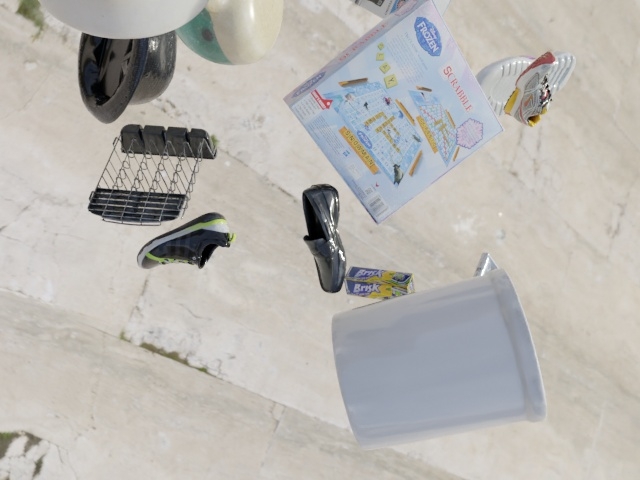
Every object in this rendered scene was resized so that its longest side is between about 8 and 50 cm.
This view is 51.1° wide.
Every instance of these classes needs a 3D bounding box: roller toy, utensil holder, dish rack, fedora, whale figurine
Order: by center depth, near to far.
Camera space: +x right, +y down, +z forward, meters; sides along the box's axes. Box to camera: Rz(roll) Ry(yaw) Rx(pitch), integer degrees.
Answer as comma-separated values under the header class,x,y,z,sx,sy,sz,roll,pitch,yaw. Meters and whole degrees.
class,x,y,z,sx,sy,sz,roll,pitch,yaw
roller toy,-0.204,-0.313,0.670,0.191,0.146,0.209,33,57,15
whale figurine,-0.142,-0.359,0.857,0.216,0.141,0.272,-72,156,-45
dish rack,-0.337,-0.128,1.344,0.074,0.208,0.272,86,10,-51
utensil holder,0.245,0.258,1.437,0.385,0.327,0.328,-13,102,8
fedora,-0.439,-0.433,1.572,0.152,0.334,0.334,-2,92,-46

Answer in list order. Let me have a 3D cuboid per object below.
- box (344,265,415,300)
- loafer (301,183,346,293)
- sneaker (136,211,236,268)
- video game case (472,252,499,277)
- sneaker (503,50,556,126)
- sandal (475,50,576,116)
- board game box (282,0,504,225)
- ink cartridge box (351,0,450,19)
class,x,y,z,sx,sy,sz,roll,pitch,yaw
box,0.147,0.110,1.672,0.054,0.168,0.059,-59,146,-45
loafer,0.000,0.000,1.322,0.078,0.076,0.223,-15,105,-36
sneaker,-0.294,0.024,1.456,0.097,0.234,0.084,66,14,12
video game case,0.432,0.153,1.721,0.190,0.022,0.173,45,62,-40
sneaker,0.502,-0.346,1.541,0.088,0.225,0.092,-42,73,-14
sandal,0.518,-0.430,1.784,0.416,0.102,0.169,-15,137,-36
board game box,0.146,-0.240,1.279,0.318,0.066,0.319,-36,121,4
ink cartridge box,0.194,-0.692,1.736,0.129,0.307,0.223,-4,127,-49
